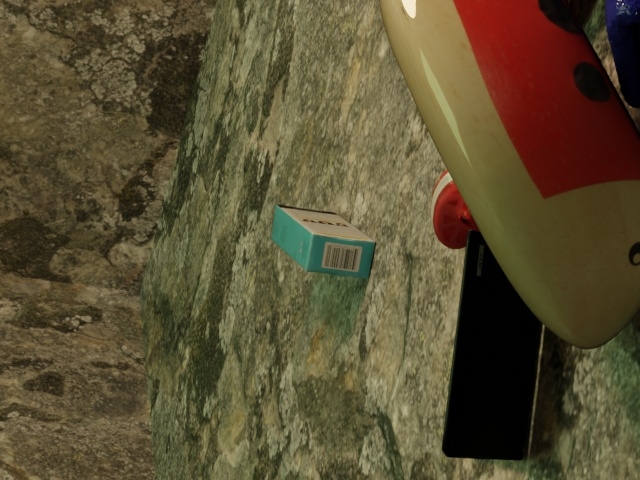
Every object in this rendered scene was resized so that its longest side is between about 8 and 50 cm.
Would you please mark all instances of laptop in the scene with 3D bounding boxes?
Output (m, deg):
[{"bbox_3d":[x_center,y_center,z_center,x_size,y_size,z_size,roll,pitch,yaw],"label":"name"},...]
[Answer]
[{"bbox_3d":[0.163,0.116,1.765,0.264,0.136,0.234,175,104,-74],"label":"laptop"}]

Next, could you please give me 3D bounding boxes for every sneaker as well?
[{"bbox_3d":[0.189,-0.032,1.848,0.221,0.087,0.128,115,159,-48],"label":"sneaker"}]

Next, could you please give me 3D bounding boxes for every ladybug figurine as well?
[{"bbox_3d":[0.198,-0.118,1.521,0.449,0.162,0.305,65,-166,19],"label":"ladybug figurine"}]

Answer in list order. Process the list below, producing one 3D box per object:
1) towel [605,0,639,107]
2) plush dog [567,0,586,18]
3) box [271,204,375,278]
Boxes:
[{"bbox_3d":[0.308,-0.293,1.482,0.227,0.076,0.308,47,-136,-66],"label":"towel"},{"bbox_3d":[0.208,-0.349,1.764,0.210,0.262,0.225,-48,36,-11],"label":"plush dog"},{"bbox_3d":[0.000,0.000,2.468,0.244,0.100,0.060,-141,60,-72],"label":"box"}]
